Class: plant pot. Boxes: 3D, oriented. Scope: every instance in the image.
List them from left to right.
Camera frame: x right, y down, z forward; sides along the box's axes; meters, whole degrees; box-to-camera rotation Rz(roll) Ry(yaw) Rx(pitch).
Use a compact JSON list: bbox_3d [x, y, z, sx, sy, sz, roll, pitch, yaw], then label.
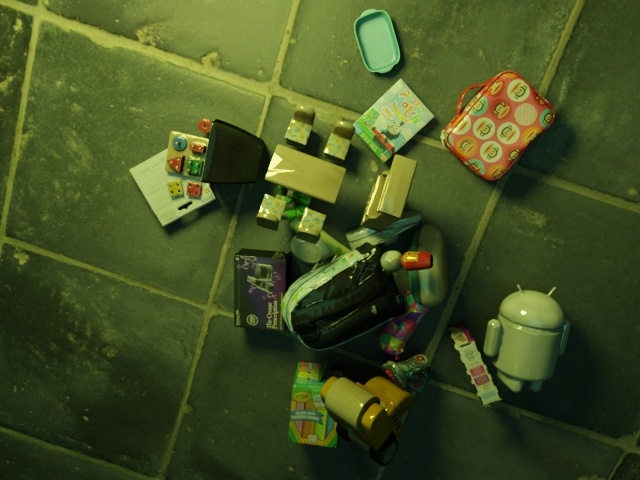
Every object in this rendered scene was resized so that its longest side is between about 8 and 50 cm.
[{"bbox_3d":[-0.272,-0.271,1.547,0.167,0.188,0.187,11,104,-10],"label":"plant pot"}]

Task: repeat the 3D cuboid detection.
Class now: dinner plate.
[{"bbox_3d":[-0.038,0.036,1.645,0.141,0.017,0.141,12,133,13],"label":"dinner plate"}]

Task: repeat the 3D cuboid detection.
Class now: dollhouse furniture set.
[{"bbox_3d":[0.043,-0.178,1.432,0.394,0.256,0.362,19,78,-4],"label":"dollhouse furniture set"}]

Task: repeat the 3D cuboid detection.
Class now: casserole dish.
[{"bbox_3d":[0.173,-0.609,1.494,0.114,0.037,0.188,-18,102,9],"label":"casserole dish"}]

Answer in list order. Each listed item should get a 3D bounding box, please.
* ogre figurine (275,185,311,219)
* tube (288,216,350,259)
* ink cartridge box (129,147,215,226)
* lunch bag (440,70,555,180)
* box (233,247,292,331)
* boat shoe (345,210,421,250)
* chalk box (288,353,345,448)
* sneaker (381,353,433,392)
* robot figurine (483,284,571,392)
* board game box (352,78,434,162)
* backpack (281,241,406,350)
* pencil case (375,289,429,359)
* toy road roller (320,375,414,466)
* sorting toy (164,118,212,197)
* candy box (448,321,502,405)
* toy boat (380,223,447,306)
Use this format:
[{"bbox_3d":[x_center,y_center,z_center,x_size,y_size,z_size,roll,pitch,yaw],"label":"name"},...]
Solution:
[{"bbox_3d":[-0.085,-0.155,1.596,0.118,0.197,0.097,9,149,-7],"label":"ogre figurine"},{"bbox_3d":[0.000,0.000,1.647,0.240,0.070,0.062,41,63,-10],"label":"tube"},{"bbox_3d":[-0.493,-0.192,1.646,0.223,0.045,0.224,-26,99,9],"label":"ink cartridge box"},{"bbox_3d":[0.522,-0.358,1.481,0.258,0.120,0.293,42,104,-5],"label":"lunch bag"},{"bbox_3d":[-0.199,0.169,1.679,0.184,0.103,0.261,4,104,10],"label":"box"},{"bbox_3d":[0.216,-0.027,1.611,0.258,0.095,0.084,-17,106,19],"label":"boat shoe"},{"bbox_3d":[-0.010,0.547,1.719,0.179,0.180,0.289,6,103,3],"label":"chalk box"},{"bbox_3d":[0.304,0.431,1.662,0.104,0.262,0.125,39,93,38],"label":"sneaker"},{"bbox_3d":[0.676,0.315,1.590,0.300,0.200,0.353,0,105,-16],"label":"robot figurine"},{"bbox_3d":[0.227,-0.377,1.544,0.211,0.039,0.160,-43,96,12],"label":"board game box"},{"bbox_3d":[0.051,0.197,1.574,0.355,0.273,0.290,-36,117,-18],"label":"backpack"},{"bbox_3d":[0.286,0.285,1.670,0.104,0.104,0.236,26,105,-2],"label":"pencil case"},{"bbox_3d":[0.167,0.529,1.566,0.202,0.240,0.329,21,146,39],"label":"toy road roller"},{"bbox_3d":[-0.437,-0.267,1.578,0.132,0.046,0.274,13,102,0],"label":"sorting toy"},{"bbox_3d":[0.520,0.414,1.649,0.071,0.159,0.233,-26,99,12],"label":"candy box"},{"bbox_3d":[0.301,0.073,1.515,0.148,0.318,0.267,-3,81,25],"label":"toy boat"}]
